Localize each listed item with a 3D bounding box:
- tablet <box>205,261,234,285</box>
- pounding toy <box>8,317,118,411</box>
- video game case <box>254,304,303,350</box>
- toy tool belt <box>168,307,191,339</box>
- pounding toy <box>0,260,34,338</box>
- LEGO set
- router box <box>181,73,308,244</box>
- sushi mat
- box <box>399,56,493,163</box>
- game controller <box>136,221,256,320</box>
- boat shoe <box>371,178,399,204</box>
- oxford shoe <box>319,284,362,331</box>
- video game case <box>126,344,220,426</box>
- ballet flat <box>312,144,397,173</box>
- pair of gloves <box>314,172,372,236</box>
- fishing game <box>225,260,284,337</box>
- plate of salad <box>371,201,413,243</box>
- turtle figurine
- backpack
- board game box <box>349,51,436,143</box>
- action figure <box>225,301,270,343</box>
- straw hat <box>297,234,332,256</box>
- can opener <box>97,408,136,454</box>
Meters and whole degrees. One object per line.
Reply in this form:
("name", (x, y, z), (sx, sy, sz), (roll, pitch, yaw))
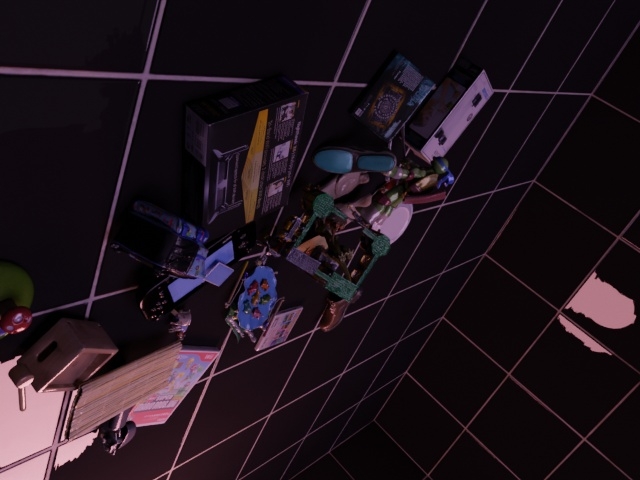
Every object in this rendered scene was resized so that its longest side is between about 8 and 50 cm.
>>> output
("tablet", (-0.237, 0.079, 1.367), (0.054, 0.006, 0.083), (-46, 157, 0))
("pounding toy", (-0.539, 0.239, 1.151), (0.181, 0.094, 0.206), (-43, 163, 0))
("video game case", (-0.137, 0.289, 1.946), (0.143, 0.019, 0.157), (-10, 134, -53))
("toy tool belt", (-0.358, 0.206, 1.465), (0.051, 0.052, 0.083), (13, 116, -27))
("pounding toy", (-0.569, 0.138, 0.960), (0.237, 0.110, 0.183), (-9, 134, -53))
("LEGO set", (0.000, 0.000, 1.561), (0.331, 0.192, 0.255), (24, 93, -33))
("router box", (-0.161, -0.163, 1.209), (0.243, 0.081, 0.309), (-28, 148, -36))
("sushi mat", (-0.450, 0.342, 1.367), (0.316, 0.019, 0.151), (-19, 136, -61))
("box", (0.377, -0.375, 1.747), (0.290, 0.087, 0.169), (-52, 154, 7))
("game controller", (-0.276, 0.062, 1.337), (0.319, 0.067, 0.166), (-38, 171, -21))
("boat shoe", (0.191, -0.143, 1.828), (0.137, 0.049, 0.043), (-45, 152, 4))
("oxford shoe", (0.049, 0.231, 2.108), (0.096, 0.083, 0.227), (15, 114, -42))
("video game case", (-0.428, 0.411, 1.656), (0.285, 0.025, 0.204), (-52, 154, 6))
("ballet flat", (0.085, -0.208, 1.485), (0.213, 0.068, 0.072), (3, 121, -4))
("pair of gloves", (0.058, -0.115, 1.666), (0.204, 0.042, 0.240), (-36, 150, -17))
("fishing game", (-0.166, 0.162, 1.631), (0.189, 0.041, 0.264), (-64, 151, -22))
("plate of salad", (0.238, -0.064, 2.009), (0.199, 0.048, 0.200), (-28, 138, -28))
("turtle figurine", (0.200, -0.183, 1.634), (0.266, 0.274, 0.198), (-45, -162, 16))
("backpack", (-0.292, 0.008, 1.157), (0.117, 0.158, 0.173), (-65, 152, -3))
("board game box", (0.178, -0.349, 1.448), (0.186, 0.126, 0.026), (-52, -164, 8))
("action figure", (-0.217, 0.226, 1.690), (0.137, 0.063, 0.232), (-46, 153, -10))
("straw hat", (-0.012, 0.047, 1.710), (0.144, 0.061, 0.144), (-25, 157, -11))
("can opener", (-0.509, 0.437, 1.509), (0.095, 0.076, 0.283), (-16, 138, -52))
